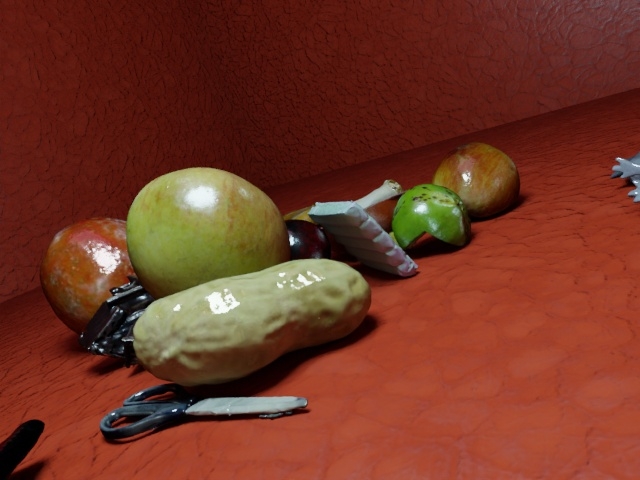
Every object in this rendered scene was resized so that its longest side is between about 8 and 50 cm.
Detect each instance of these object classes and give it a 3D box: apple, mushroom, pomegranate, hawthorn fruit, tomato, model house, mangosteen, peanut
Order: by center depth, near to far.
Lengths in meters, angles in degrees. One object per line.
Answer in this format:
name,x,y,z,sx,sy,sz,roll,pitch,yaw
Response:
peanut,-0.080,0.106,0.692,0.319,0.147,0.147,-12,10,-14
apple,-0.170,0.010,0.823,0.261,0.261,0.194,-14,57,24
model house,-0.320,0.140,0.919,0.164,0.141,0.203,-16,10,-43
pomegranate,0.190,-0.042,0.982,0.169,0.122,0.143,-6,19,44
mangosteen,-0.038,0.036,0.983,0.152,0.152,0.152,-18,11,4
apple,0.319,-0.119,1.118,0.173,0.160,0.195,-45,13,-16
tomato,0.098,-0.028,1.122,0.225,0.085,0.225,-22,2,1
hawthorn fruit,-0.451,0.083,1.135,0.284,0.284,0.284,-18,11,4
mushroom,0.152,-0.108,1.505,0.209,0.071,0.084,-29,47,-28

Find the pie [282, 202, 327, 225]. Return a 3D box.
pie,-0.069,-0.051,1.584,0.273,0.069,0.273,-21,7,3

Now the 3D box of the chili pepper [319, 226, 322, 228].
chili pepper,0.000,0.000,1.260,0.272,0.063,0.071,-19,24,-14

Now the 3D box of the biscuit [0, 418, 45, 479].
biscuit,-0.430,0.286,0.590,0.235,0.063,0.151,-21,11,1

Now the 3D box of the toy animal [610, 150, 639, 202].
toy animal,0.548,-0.107,0.798,0.206,0.081,0.367,-11,8,-19

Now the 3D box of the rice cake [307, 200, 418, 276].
rice cake,0.069,-0.005,0.925,0.037,0.189,0.198,-51,24,-10

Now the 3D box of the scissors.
scissors,-0.141,0.201,0.635,0.300,0.022,0.109,-11,13,28
